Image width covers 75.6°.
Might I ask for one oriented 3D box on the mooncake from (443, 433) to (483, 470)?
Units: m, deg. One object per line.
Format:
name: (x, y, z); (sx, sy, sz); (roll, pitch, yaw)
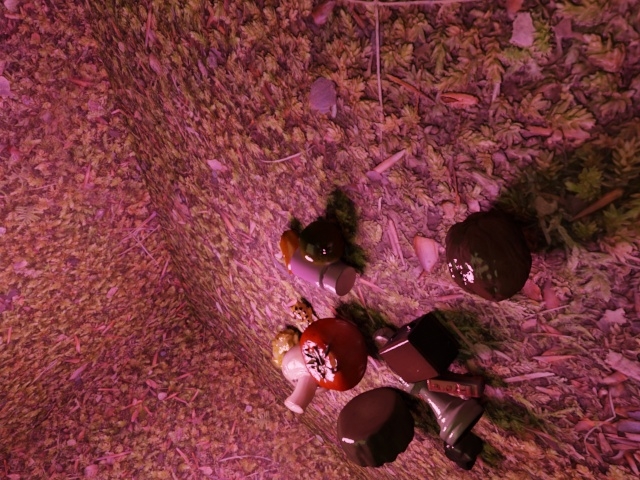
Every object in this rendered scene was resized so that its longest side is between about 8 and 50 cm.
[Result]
mooncake: (0.595, 0.872, 1.710); (0.168, 0.104, 0.175); (-8, 119, 48)

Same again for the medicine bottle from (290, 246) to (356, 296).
medicine bottle: (0.009, 0.121, 1.676); (0.254, 0.152, 0.152); (25, 139, 36)

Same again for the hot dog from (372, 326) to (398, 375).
hot dog: (0.305, 0.467, 1.719); (0.131, 0.069, 0.253); (-11, 115, 46)

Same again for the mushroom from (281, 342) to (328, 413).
mushroom: (-0.067, 0.706, 2.195); (0.315, 0.356, 0.315); (34, 176, 2)

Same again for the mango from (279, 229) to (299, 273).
mango: (-0.120, 0.045, 1.822); (0.141, 0.102, 0.217); (-131, 25, -55)

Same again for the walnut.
walnut: (0.418, 0.040, 1.032); (0.224, 0.224, 0.224); (33, 143, 29)

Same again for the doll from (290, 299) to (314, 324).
doll: (-0.040, 0.427, 2.104); (0.291, 0.086, 0.117); (47, 118, 6)

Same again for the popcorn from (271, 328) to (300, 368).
popcorn: (-0.185, 0.637, 2.403); (0.254, 0.194, 0.257); (4, 106, 44)

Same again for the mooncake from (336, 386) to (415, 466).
mooncake: (0.251, 0.856, 1.899); (0.356, 0.356, 0.194); (-17, 105, 57)

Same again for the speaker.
speaker: (0.353, 0.397, 1.501); (0.192, 0.153, 0.231); (47, 148, 7)

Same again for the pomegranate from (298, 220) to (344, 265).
pomegranate: (0.000, 0.000, 1.576); (0.210, 0.179, 0.180); (-121, 9, -64)

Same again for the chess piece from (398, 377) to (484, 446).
chess piece: (0.445, 0.604, 1.576); (0.299, 0.194, 0.195); (40, 147, 35)

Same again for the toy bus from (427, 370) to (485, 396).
toy bus: (0.481, 0.510, 1.470); (0.192, 0.077, 0.065); (-3, 102, 30)

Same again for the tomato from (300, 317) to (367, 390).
tomato: (0.073, 0.492, 1.858); (0.341, 0.272, 0.342); (26, 126, 42)
